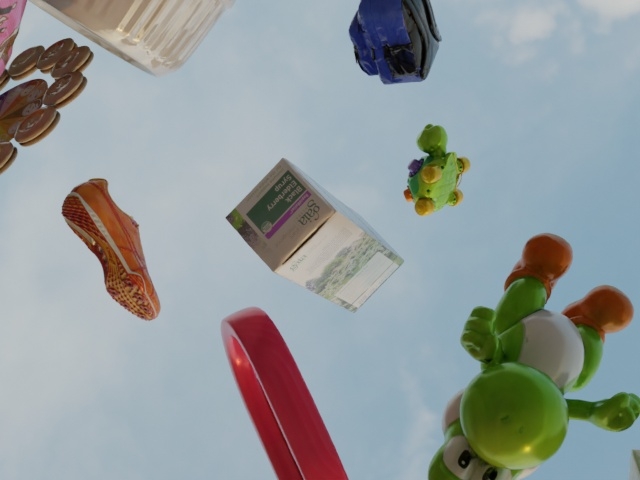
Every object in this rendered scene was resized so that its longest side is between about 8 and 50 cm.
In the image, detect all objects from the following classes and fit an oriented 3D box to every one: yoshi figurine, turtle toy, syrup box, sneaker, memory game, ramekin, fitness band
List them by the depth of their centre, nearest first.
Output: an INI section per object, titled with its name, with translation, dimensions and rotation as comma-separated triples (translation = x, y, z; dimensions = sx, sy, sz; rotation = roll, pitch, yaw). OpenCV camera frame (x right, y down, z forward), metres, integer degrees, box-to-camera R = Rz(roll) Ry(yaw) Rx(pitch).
[memory game]
translation = -0.251, -0.093, 0.776
dimensions = 0.186, 0.012, 0.186
rotation = -23, -144, 18
[ramekin]
translation = -0.183, -0.230, 0.887
dimensions = 0.207, 0.207, 0.109
rotation = 32, -89, 35
[sneaker]
translation = -0.215, 0.011, 1.117
dimensions = 0.064, 0.175, 0.067
rotation = -4, -151, 38
[yoshi figurine]
translation = 0.242, 0.145, 1.129
dimensions = 0.204, 0.203, 0.362
rotation = 6, -140, 33
[fitness band]
translation = -0.033, 0.211, 1.147
dimensions = 0.054, 0.209, 0.290
rotation = -23, -104, -15
[syrup box]
translation = 0.000, 0.000, 1.154
dimensions = 0.093, 0.237, 0.096
rotation = -46, -117, 6
[turtle toy]
translation = 0.156, -0.096, 1.407
dimensions = 0.066, 0.095, 0.130
rotation = 27, -61, 35

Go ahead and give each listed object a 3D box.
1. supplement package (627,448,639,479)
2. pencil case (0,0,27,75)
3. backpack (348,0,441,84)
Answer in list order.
[supplement package]
translation = 0.436, 0.377, 1.080
dimensions = 0.178, 0.293, 0.175
rotation = -1, -65, 4
[pencil case]
translation = -0.206, -0.233, 0.591
dimensions = 0.167, 0.160, 0.386
rotation = 32, -74, 12
[backpack]
translation = 0.086, -0.261, 1.239
dimensions = 0.101, 0.120, 0.098
rotation = -3, -138, 19
